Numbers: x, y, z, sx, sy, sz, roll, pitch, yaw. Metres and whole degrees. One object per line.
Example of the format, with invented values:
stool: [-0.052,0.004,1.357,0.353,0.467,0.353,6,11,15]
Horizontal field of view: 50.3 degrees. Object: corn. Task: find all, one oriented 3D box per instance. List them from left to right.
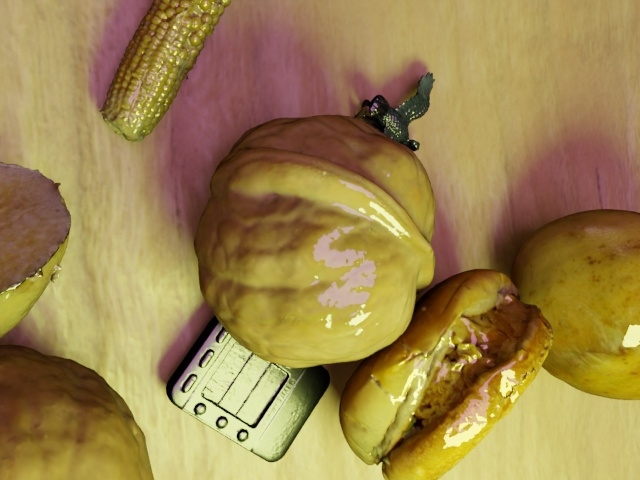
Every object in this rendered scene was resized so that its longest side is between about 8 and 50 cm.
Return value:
corn: [-0.168,-0.251,0.808,0.086,0.086,0.288,30,83,-22]

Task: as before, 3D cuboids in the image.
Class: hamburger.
hamburger: [0.155,0.174,0.870,0.290,0.314,0.170,-41,71,-18]

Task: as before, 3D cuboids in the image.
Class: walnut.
walnut: [-0.298,0.267,0.645,0.306,0.344,0.306,-6,101,-31]
walnut: [0.000,0.000,0.788,0.285,0.285,0.297,31,64,-22]

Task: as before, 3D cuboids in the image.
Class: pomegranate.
pomegranate: [0.414,0.085,0.959,0.307,0.307,0.308,-1,94,-23]

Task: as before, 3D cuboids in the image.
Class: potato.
potato: [-0.396,0.034,0.686,0.299,0.239,0.116,-24,145,-25]

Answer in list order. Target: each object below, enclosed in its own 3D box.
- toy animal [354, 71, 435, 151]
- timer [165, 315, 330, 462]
toy animal: [0.099,-0.156,0.938,0.108,0.062,0.220,36,73,-20]
timer: [-0.091,0.185,0.886,0.187,0.055,0.144,40,78,-24]
